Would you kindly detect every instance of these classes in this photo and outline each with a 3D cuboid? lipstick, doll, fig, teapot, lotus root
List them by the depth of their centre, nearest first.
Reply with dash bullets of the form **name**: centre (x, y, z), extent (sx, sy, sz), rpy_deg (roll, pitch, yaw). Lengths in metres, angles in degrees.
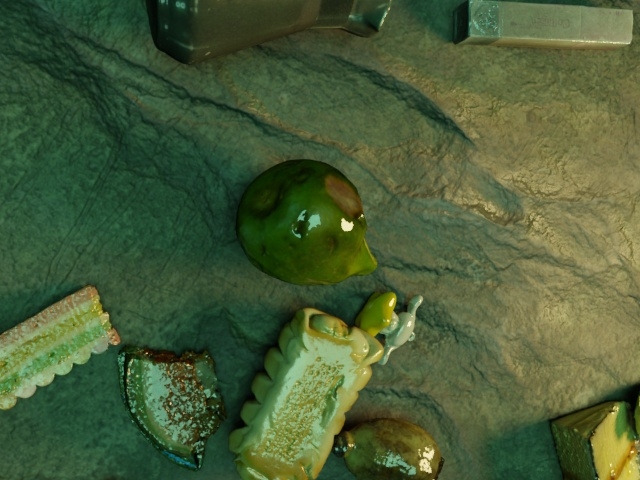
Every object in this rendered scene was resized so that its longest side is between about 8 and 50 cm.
- **teapot**: centre (-0.090, -0.417, 0.949), extent (0.344, 0.253, 0.300), rpy_deg (-7, 65, -19)
- **fig**: centre (0.000, 0.000, 1.030), extent (0.206, 0.206, 0.275), rpy_deg (-52, 132, -4)
- **lotus root**: centre (0.118, 0.378, 1.107), extent (0.214, 0.138, 0.138), rpy_deg (26, 89, -12)
- **doll**: centre (0.131, 0.143, 1.121), extent (0.135, 0.071, 0.113), rpy_deg (-36, 109, -12)
- **lipstick**: centre (0.398, -0.383, 1.126), extent (0.318, 0.068, 0.066), rpy_deg (-1, 94, -12)

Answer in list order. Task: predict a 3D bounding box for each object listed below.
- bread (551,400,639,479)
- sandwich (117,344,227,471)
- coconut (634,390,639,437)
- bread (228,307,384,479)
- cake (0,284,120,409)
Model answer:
- **bread**: centre (0.570, 0.435, 1.204), extent (0.178, 0.135, 0.240), rpy_deg (-18, 96, -11)
- **sandwich**: centre (-0.239, 0.277, 1.042), extent (0.159, 0.079, 0.235), rpy_deg (-13, 97, -11)
- **coconut**: centre (0.667, 0.344, 1.251), extent (0.158, 0.055, 0.133), rpy_deg (22, 64, -29)
- **bread**: centre (-0.038, 0.269, 1.063), extent (0.173, 0.121, 0.311), rpy_deg (30, 89, -9)
- **cake**: centre (-0.437, 0.171, 0.986), extent (0.225, 0.090, 0.109), rpy_deg (-30, 97, -9)
